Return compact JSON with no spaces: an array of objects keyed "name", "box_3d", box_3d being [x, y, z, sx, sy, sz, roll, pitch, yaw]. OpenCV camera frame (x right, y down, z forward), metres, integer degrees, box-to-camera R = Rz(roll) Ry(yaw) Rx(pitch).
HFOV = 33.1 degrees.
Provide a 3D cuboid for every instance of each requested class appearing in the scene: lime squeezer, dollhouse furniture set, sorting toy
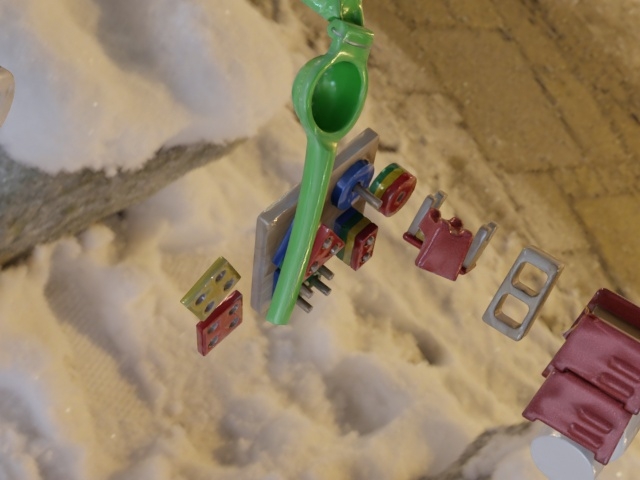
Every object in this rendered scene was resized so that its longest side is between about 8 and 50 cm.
[{"name":"lime squeezer","box_3d":[-0.019,-0.110,0.660,0.059,0.109,0.310,13,64,-68]},{"name":"dollhouse furniture set","box_3d":[0.249,0.098,1.383,0.374,0.152,0.201,32,17,15]},{"name":"sorting toy","box_3d":[0.000,0.000,0.879,0.046,0.132,0.274,39,59,20]}]

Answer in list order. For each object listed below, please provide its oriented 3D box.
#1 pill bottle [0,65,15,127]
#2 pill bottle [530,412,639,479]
[{"name":"pill bottle","box_3d":[-0.457,-0.184,1.189,0.208,0.119,0.119,29,43,0]},{"name":"pill bottle","box_3d":[0.411,0.257,1.606,0.131,0.131,0.229,47,54,0]}]
